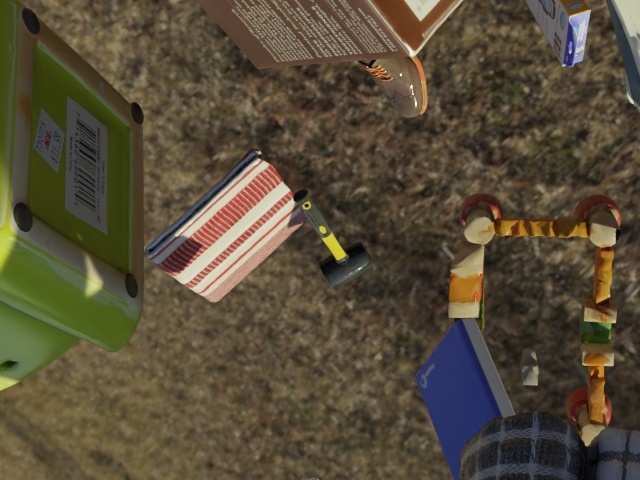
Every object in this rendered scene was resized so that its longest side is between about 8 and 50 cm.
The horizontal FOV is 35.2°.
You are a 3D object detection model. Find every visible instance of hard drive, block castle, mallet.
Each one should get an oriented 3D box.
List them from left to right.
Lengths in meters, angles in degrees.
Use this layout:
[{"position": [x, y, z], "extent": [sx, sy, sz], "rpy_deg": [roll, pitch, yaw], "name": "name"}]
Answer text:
[{"position": [0.000, 0.000, 1.153], "extent": [0.189, 0.062, 0.039], "rpy_deg": [44, -164, -55], "name": "mallet"}, {"position": [0.246, 0.309, 1.565], "extent": [0.210, 0.040, 0.319], "rpy_deg": [114, 143, -54], "name": "hard drive"}, {"position": [0.394, 0.144, 1.866], "extent": [0.303, 0.213, 0.453], "rpy_deg": [1, 102, 11], "name": "block castle"}]

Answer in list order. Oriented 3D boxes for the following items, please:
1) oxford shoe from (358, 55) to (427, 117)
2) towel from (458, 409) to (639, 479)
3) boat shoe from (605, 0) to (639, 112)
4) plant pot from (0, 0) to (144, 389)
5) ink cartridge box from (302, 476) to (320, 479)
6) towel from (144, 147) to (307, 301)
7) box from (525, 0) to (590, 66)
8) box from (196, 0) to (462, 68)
[{"position": [0.101, -0.310, 1.746], "extent": [0.096, 0.098, 0.271], "rpy_deg": [-8, 128, 37], "name": "oxford shoe"}, {"position": [0.116, 0.250, 0.553], "extent": [0.121, 0.235, 0.284], "rpy_deg": [5, 149, 7], "name": "towel"}, {"position": [0.364, -0.288, 1.159], "extent": [0.099, 0.116, 0.320], "rpy_deg": [170, 84, -84], "name": "boat shoe"}, {"position": [-0.244, -0.028, 0.679], "extent": [0.207, 0.228, 0.227], "rpy_deg": [-12, 155, 16], "name": "plant pot"}, {"position": [-0.006, 0.415, 1.358], "extent": [0.063, 0.150, 0.109], "rpy_deg": [-24, 126, 21], "name": "ink cartridge box"}, {"position": [-0.145, -0.016, 1.640], "extent": [0.037, 0.237, 0.329], "rpy_deg": [46, 178, 19], "name": "towel"}, {"position": [0.262, -0.259, 1.118], "extent": [0.081, 0.028, 0.136], "rpy_deg": [78, 172, -58], "name": "box"}, {"position": [0.022, -0.295, 1.067], "extent": [0.143, 0.191, 0.381], "rpy_deg": [47, 167, -25], "name": "box"}]
